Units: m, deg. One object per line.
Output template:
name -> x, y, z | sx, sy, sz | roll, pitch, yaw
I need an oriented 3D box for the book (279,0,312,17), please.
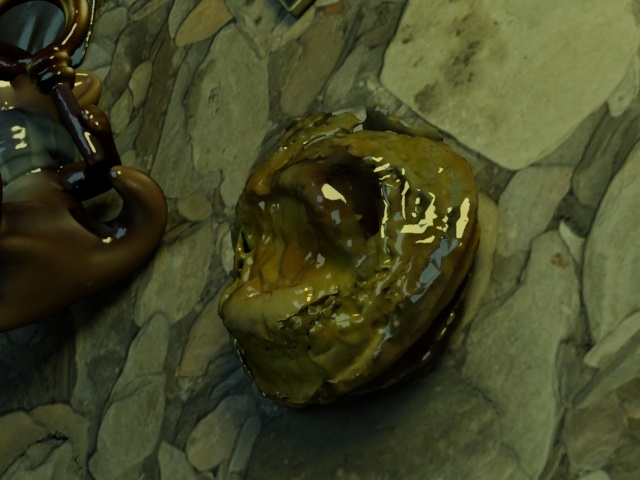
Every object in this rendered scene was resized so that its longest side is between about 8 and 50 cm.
book -> -0.015, -0.389, 1.784 | 0.228, 0.018, 0.322 | -44, 44, 10

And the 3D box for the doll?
doll -> -0.307, -0.073, 1.716 | 0.318, 0.209, 0.340 | -38, 44, 14

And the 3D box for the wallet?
wallet -> -0.317, -0.301, 1.970 | 0.168, 0.052, 0.245 | -3, 72, 27

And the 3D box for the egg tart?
egg tart -> 0.000, 0.000, 1.467 | 0.297, 0.132, 0.297 | -26, 50, 36
